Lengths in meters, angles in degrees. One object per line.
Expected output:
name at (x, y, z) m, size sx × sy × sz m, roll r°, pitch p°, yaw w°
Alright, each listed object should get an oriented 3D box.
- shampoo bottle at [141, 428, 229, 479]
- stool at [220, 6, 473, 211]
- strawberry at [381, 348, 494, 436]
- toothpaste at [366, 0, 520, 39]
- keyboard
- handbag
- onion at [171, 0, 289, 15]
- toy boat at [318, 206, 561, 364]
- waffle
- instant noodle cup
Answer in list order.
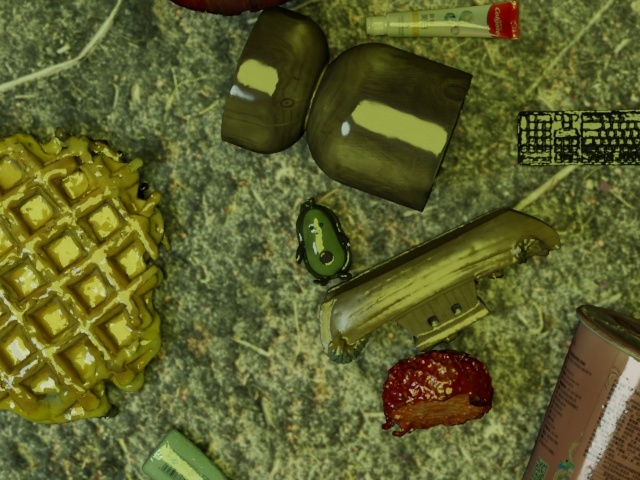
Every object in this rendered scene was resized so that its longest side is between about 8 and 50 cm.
shampoo bottle at (-0.135, 0.323, 1.941) m, size 0.191 × 0.041 × 0.069 m, roll 38°, pitch 89°, yaw 3°
stool at (0.033, -0.159, 1.840) m, size 0.264 × 0.179 × 0.179 m, roll 19°, pitch 94°, yaw 4°
strawberry at (0.140, 0.182, 1.869) m, size 0.145 × 0.145 × 0.086 m, roll -12°, pitch 73°, yaw 6°
toothpaste at (0.152, -0.271, 1.900) m, size 0.190 × 0.031 × 0.048 m, roll -2°, pitch 88°, yaw 3°
keyboard at (0.360, -0.127, 1.889) m, size 0.231 × 0.023 × 0.072 m, roll 0°, pitch 90°, yaw 5°
handbag at (0.000, 0.000, 1.914) m, size 0.072 × 0.047 × 0.111 m, roll -18°, pitch 93°, yaw 5°
onion at (-0.091, -0.365, 1.826) m, size 0.248 × 0.248 × 0.161 m, roll -14°, pitch 108°, yaw 6°
toy boat at (0.148, 0.063, 1.883) m, size 0.321 × 0.089 × 0.121 m, roll -26°, pitch 94°, yaw 4°
waffle at (-0.381, 0.043, 1.934) m, size 0.382 × 0.095 × 0.379 m, roll 4°, pitch 91°, yaw 3°
instant noodle cup at (0.370, 0.230, 1.803) m, size 0.243 × 0.243 × 0.231 m, roll 23°, pitch 100°, yaw 4°
